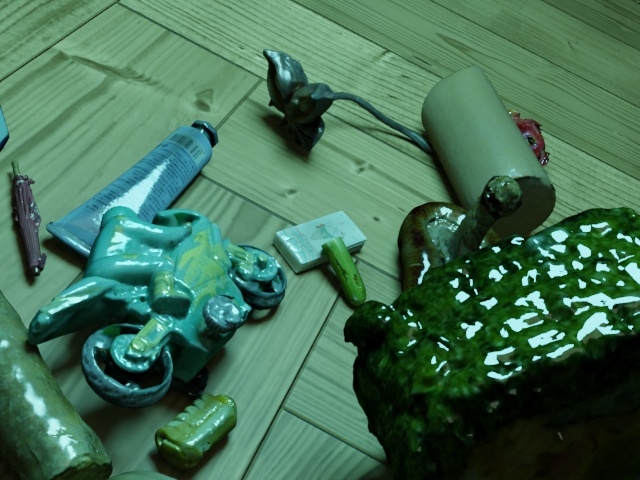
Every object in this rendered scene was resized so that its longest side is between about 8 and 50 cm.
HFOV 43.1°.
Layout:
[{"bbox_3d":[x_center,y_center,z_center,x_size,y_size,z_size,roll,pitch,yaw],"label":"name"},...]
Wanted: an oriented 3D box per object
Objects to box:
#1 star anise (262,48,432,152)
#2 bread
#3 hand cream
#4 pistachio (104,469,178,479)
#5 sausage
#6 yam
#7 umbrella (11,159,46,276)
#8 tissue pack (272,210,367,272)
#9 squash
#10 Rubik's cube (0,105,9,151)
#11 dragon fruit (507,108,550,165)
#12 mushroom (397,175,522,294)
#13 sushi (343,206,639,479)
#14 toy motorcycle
[{"bbox_3d":[0.050,-0.189,1.119,0.227,0.148,0.218,-27,106,-29],"label":"star anise"},{"bbox_3d":[-0.113,0.175,0.752,0.049,0.033,0.088,25,36,20],"label":"bread"},{"bbox_3d":[-0.201,-0.063,0.933,0.088,0.055,0.256,37,45,-1],"label":"hand cream"},{"bbox_3d":[-0.108,0.258,0.605,0.206,0.131,0.129,30,85,4],"label":"pistachio"},{"bbox_3d":[0.229,-0.130,1.151,0.123,0.123,0.252,3,47,-23],"label":"sausage"},{"bbox_3d":[-0.307,0.084,0.722,0.081,0.081,0.356,-25,61,-40],"label":"yam"},{"bbox_3d":[-0.311,-0.026,0.861,0.027,0.025,0.165,-19,54,-8],"label":"umbrella"},{"bbox_3d":[0.000,0.000,0.985,0.108,0.023,0.056,-20,61,-38],"label":"tissue pack"},{"bbox_3d":[0.030,0.038,0.946,0.027,0.027,0.083,-22,81,-39],"label":"squash"},{"bbox_3d":[-0.471,-0.132,0.649,0.289,0.293,0.283,6,44,9],"label":"Rubik's cube"},{"bbox_3d":[0.309,-0.153,1.253,0.112,0.068,0.126,40,44,12],"label":"dragon fruit"},{"bbox_3d":[0.177,-0.009,0.931,0.148,0.217,0.226,4,45,-13],"label":"mushroom"},{"bbox_3d":[0.218,0.142,0.741,0.352,0.294,0.178,-20,36,-8],"label":"sushi"},{"bbox_3d":[-0.155,0.042,0.801,0.198,0.109,0.296,37,32,3],"label":"toy motorcycle"}]
